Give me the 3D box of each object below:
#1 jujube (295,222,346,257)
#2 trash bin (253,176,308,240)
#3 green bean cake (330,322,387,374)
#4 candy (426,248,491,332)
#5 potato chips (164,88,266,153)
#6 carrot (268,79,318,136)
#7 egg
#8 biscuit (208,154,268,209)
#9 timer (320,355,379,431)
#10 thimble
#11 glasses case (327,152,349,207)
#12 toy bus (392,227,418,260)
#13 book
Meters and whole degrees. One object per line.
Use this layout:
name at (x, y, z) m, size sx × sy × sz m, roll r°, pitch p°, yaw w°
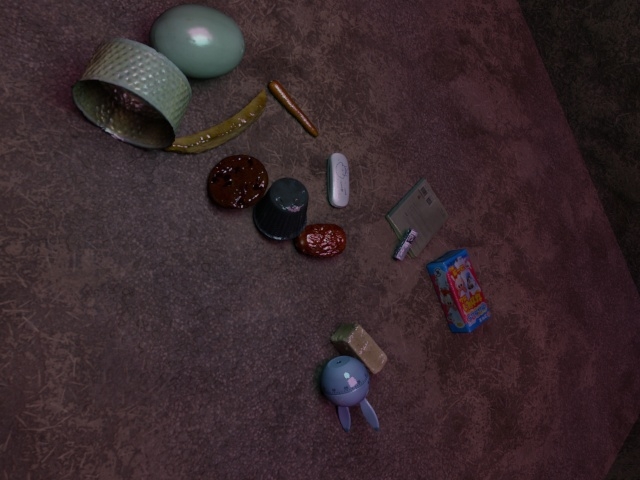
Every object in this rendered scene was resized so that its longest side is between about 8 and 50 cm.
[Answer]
jujube at (0.000, 0.000, 1.577) m, size 0.176 × 0.109 × 0.112 m, roll -1°, pitch 46°, yaw -25°
trash bin at (-0.108, -0.108, 1.457) m, size 0.175 × 0.161 × 0.176 m, roll 7°, pitch 65°, yaw -15°
green bean cake at (0.129, 0.366, 1.588) m, size 0.179 × 0.109 × 0.085 m, roll 51°, pitch 59°, yaw -15°
candy at (0.559, 0.203, 1.898) m, size 0.157 × 0.100 × 0.306 m, roll -24°, pitch 96°, yaw -34°
potato chips at (-0.303, -0.350, 1.466) m, size 0.407 × 0.057 × 0.080 m, roll -40°, pitch 90°, yaw -31°
carrot at (-0.090, -0.453, 1.630) m, size 0.248 × 0.043 × 0.043 m, roll 46°, pitch 61°, yaw -19°
egg at (-0.356, -0.581, 1.384) m, size 0.282 × 0.203 × 0.203 m, roll -10°, pitch 87°, yaw -30°
biscuit at (-0.252, -0.178, 1.433) m, size 0.191 × 0.049 × 0.192 m, roll 1°, pitch 63°, yaw -1°
timer at (0.101, 0.487, 1.536) m, size 0.175 × 0.175 × 0.256 m, roll -50°, pitch 125°, yaw -28°
thimble at (-0.481, -0.374, 1.234) m, size 0.270 × 0.270 × 0.150 m, roll 27°, pitch 65°, yaw -26°
glasses case at (0.064, -0.215, 1.681) m, size 0.076 × 0.049 × 0.197 m, roll 6°, pitch 79°, yaw -31°
toy bus at (0.321, 0.015, 1.784) m, size 0.036 × 0.052 × 0.131 m, roll 31°, pitch 90°, yaw -10°
book at (0.395, -0.096, 1.888) m, size 0.282 × 0.025 × 0.215 m, roll -42°, pitch 103°, yaw -31°
